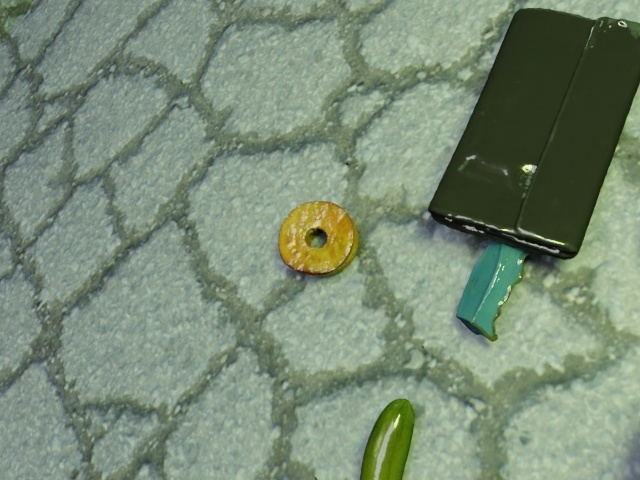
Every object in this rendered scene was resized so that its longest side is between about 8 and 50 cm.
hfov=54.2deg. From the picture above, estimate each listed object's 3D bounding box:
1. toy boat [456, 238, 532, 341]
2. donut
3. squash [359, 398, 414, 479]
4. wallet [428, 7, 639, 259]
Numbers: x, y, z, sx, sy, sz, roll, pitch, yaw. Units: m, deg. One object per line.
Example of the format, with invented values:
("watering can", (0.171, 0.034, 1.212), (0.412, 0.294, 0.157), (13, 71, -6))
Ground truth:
("toy boat", (0.281, 0.063, 0.960), (0.185, 0.077, 0.075), (-66, 16, -5))
("donut", (0.000, 0.000, 1.138), (0.152, 0.058, 0.152), (-9, 69, 25))
("squash", (0.093, 0.368, 0.951), (0.069, 0.069, 0.258), (5, 75, 30))
("wallet", (0.344, -0.181, 0.968), (0.228, 0.062, 0.406), (18, 73, 26))
